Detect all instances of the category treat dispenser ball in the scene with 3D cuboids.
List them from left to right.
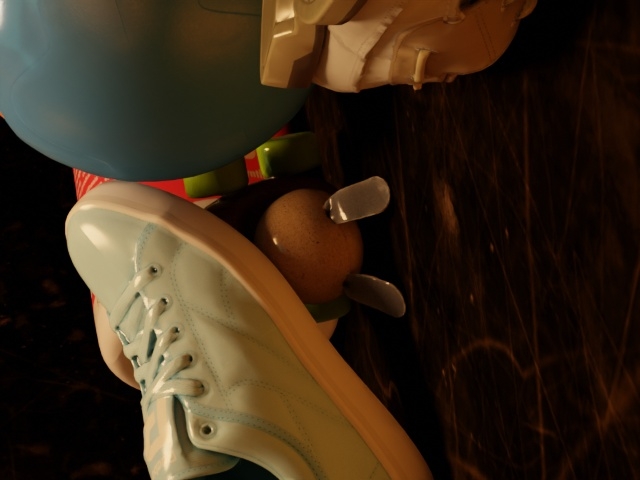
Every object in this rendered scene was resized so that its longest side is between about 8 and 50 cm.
[{"bbox_3d":[-0.126,-0.185,0.894,0.288,0.288,0.288,170,90,-81],"label":"treat dispenser ball"}]

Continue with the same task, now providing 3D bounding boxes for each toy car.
[{"bbox_3d":[0.000,0.000,0.962,0.188,0.149,0.155,1,106,52],"label":"toy car"}]

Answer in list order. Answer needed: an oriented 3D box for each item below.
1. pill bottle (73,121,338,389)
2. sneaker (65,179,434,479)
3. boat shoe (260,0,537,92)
[{"bbox_3d":[-0.133,-0.065,1.266,0.229,0.229,0.407,93,165,-54],"label":"pill bottle"},{"bbox_3d":[-0.079,0.105,0.893,0.366,0.150,0.135,43,133,15],"label":"sneaker"},{"bbox_3d":[0.039,-0.128,0.523,0.302,0.103,0.113,167,106,-82],"label":"boat shoe"}]
